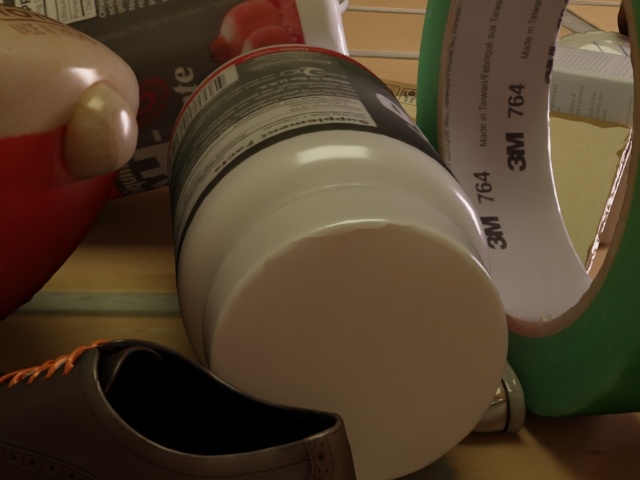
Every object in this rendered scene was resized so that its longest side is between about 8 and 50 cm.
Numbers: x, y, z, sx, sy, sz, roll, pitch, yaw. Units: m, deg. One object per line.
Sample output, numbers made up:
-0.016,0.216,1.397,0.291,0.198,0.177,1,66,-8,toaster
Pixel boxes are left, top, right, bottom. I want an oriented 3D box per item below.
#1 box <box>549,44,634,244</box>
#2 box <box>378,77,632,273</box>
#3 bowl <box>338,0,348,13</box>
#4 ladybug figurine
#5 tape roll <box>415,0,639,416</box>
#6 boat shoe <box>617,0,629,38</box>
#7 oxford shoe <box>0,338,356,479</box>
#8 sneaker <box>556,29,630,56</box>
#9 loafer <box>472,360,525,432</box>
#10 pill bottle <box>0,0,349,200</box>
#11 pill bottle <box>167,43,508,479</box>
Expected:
0.170,-0.085,0.944,0.170,0.130,0.091,14,24,19,box
0.105,-0.038,0.852,0.201,0.021,0.164,14,56,19,box
-0.126,-0.172,1.092,0.297,0.134,0.298,4,22,-2,bowl
-0.293,-0.036,0.611,0.449,0.162,0.305,3,4,26,ladybug figurine
0.141,-0.069,0.640,0.077,0.321,0.321,-2,23,-16,tape roll
0.353,-0.216,1.210,0.095,0.095,0.257,13,-11,15,boat shoe
-0.106,0.078,0.518,0.271,0.098,0.097,12,24,19,oxford shoe
0.309,-0.120,1.102,0.297,0.111,0.129,8,28,9,sneaker
0.075,0.065,0.669,0.039,0.045,0.125,-8,27,-13,loafer
-0.141,-0.120,0.845,0.318,0.176,0.176,-14,22,2,pill bottle
0.000,0.000,0.654,0.161,0.161,0.283,1,23,-10,pill bottle
